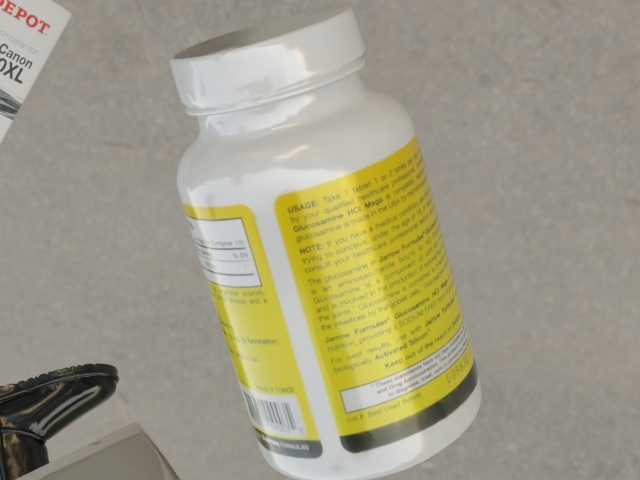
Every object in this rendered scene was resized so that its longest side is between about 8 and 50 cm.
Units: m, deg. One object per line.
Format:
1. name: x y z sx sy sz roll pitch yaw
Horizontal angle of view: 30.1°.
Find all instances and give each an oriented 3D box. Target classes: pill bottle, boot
1. pill bottle: 0.000 0.000 0.921 0.187 0.188 0.334 -2 111 40
2. boot: -0.383 0.296 1.658 0.094 0.246 0.207 99 155 -65

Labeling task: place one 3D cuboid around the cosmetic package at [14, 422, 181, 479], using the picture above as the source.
1. cosmetic package: -0.056 0.291 0.527 0.366 0.155 0.197 69 165 -14

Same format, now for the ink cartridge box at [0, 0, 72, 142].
1. ink cartridge box: -0.341 -0.136 0.974 0.100 0.237 0.172 30 -179 37
